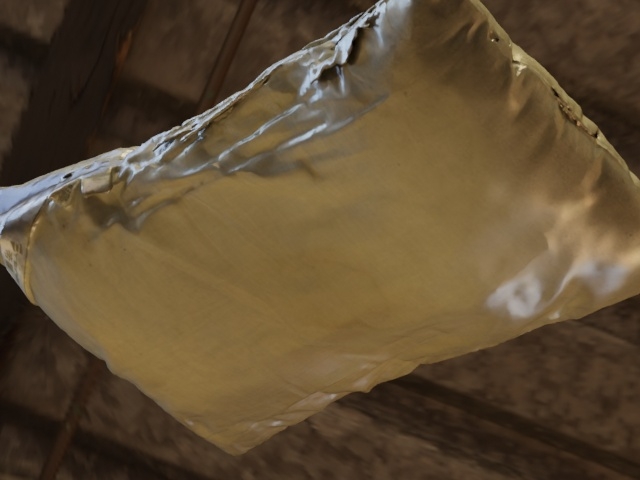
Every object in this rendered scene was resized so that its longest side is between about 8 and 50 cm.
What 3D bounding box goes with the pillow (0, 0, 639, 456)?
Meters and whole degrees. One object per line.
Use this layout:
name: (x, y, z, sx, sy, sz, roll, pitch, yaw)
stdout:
pillow: (0.000, 0.000, 0.667, 0.148, 0.230, 0.050, 42, -136, -28)
